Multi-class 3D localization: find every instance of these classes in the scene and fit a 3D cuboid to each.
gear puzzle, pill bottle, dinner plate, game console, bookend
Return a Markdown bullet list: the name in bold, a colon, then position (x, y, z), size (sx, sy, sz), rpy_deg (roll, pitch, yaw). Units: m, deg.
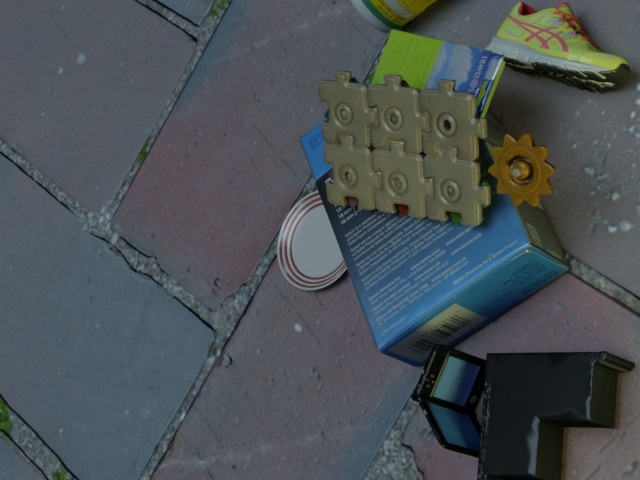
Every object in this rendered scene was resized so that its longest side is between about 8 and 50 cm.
- **gear puzzle**: position (0.138, -0.109, 1.830), size (0.339, 0.044, 0.175), rpy_deg (10, 112, 41)
- **pill bottle**: position (0.137, -0.375, 2.041), size (0.208, 0.117, 0.118), rpy_deg (-35, 56, 26)
- **dinner plate**: position (0.000, 0.000, 2.095), size (0.141, 0.017, 0.141), rpy_deg (-13, 68, 36)
- **game console**: position (0.170, 0.190, 1.820), size (0.071, 0.122, 0.107), rpy_deg (23, 90, 41)
- **bookend**: position (0.266, 0.208, 1.769), size (0.157, 0.072, 0.156), rpy_deg (-5, 73, 38)

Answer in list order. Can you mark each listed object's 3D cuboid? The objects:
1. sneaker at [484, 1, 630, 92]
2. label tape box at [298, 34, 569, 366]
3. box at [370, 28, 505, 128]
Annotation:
- **sneaker**: position (0.293, -0.244, 1.893), size (0.208, 0.081, 0.094), rpy_deg (24, 89, 42)
- **label tape box**: position (0.135, -0.049, 1.940), size (0.240, 0.106, 0.334), rpy_deg (-36, 55, 25)
- **box**: position (0.143, -0.186, 1.882), size (0.178, 0.042, 0.109), rpy_deg (19, 88, 40)
